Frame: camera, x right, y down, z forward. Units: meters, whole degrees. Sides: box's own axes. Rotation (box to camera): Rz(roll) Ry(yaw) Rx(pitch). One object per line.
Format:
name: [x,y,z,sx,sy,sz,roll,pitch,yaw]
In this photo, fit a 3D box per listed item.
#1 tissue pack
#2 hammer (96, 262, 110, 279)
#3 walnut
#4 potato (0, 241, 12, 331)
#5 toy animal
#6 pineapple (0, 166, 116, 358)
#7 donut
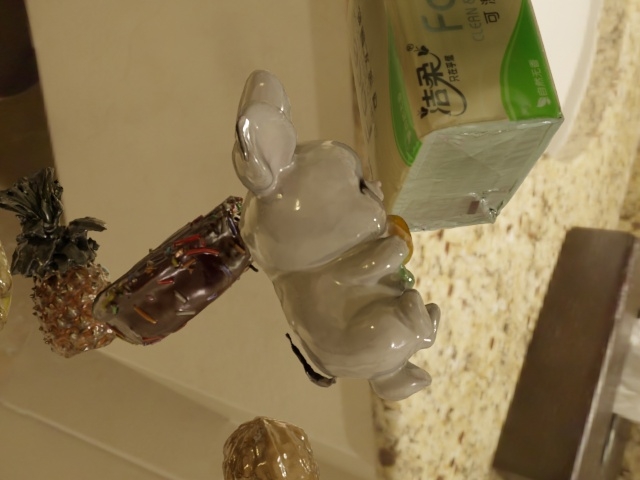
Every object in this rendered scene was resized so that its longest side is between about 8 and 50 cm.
tissue pack: [0.164,-0.254,1.052,0.331,0.206,0.404,96,-12,-68]
hammer: [-0.570,0.085,1.771,0.194,0.070,0.116,94,17,-64]
walnut: [-0.095,0.452,1.416,0.198,0.198,0.244,-31,111,-46]
potato: [-0.737,0.069,1.510,0.296,0.192,0.141,63,5,6]
toy animal: [0.002,0.001,0.719,0.325,0.154,0.208,53,12,-22]
pineapple: [-0.427,0.033,1.225,0.170,0.141,0.309,-21,103,-11]
donut: [-0.171,0.045,0.898,0.096,0.230,0.216,52,46,-10]
